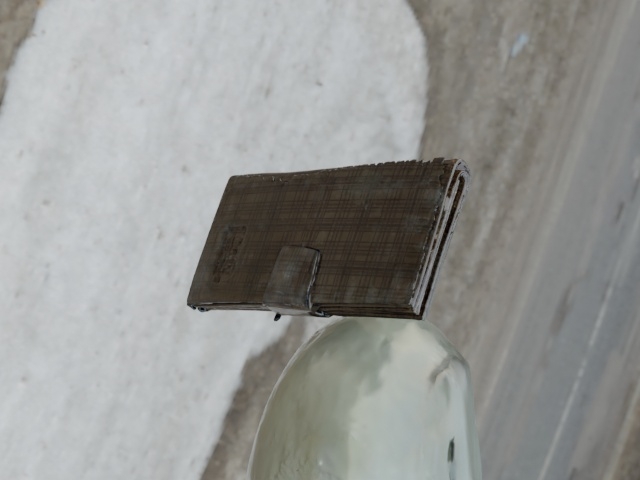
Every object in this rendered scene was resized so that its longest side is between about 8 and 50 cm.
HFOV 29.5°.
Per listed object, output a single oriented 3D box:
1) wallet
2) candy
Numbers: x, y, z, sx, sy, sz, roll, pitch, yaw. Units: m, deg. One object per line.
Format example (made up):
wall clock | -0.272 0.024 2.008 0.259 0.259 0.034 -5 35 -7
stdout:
wallet | 0.000 0.000 0.895 0.042 0.230 0.124 37 63 -43
candy | 0.032 0.196 0.926 0.295 0.185 0.295 -2 90 -75
